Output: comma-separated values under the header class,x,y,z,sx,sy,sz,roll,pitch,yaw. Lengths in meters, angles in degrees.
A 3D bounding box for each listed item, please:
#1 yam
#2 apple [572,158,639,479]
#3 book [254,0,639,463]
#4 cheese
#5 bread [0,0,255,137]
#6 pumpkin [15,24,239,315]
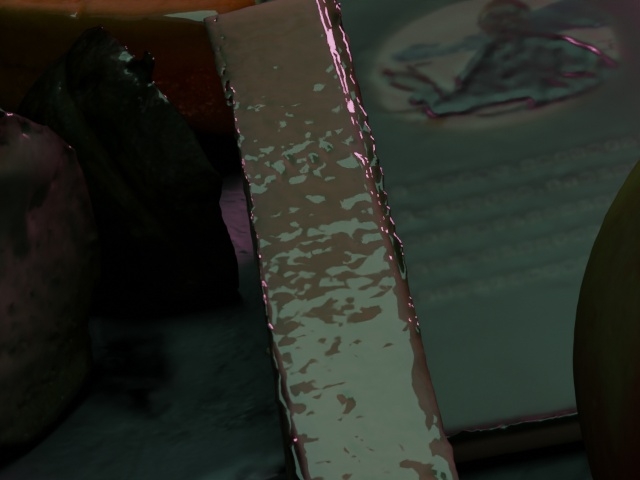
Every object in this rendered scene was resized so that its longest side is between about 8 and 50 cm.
class,x,y,z,sx,sy,sz,roll,pitch,yaw
yam,-0.291,0.021,0.989,0.300,0.195,0.195,0,26,20
apple,0.247,0.058,0.613,0.319,0.277,0.319,-16,28,9
book,0.112,-0.037,1.005,0.260,0.043,0.371,-10,46,-1
cheese,0.002,0.001,0.938,0.085,0.034,0.400,-9,47,-4
bread,-0.121,-0.172,1.412,0.337,0.148,0.328,4,32,24
pumpkin,-0.164,-0.056,1.145,0.111,0.163,0.278,-24,29,-19
